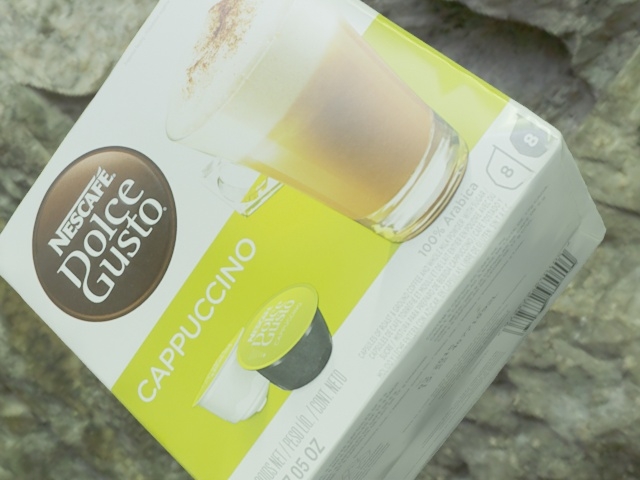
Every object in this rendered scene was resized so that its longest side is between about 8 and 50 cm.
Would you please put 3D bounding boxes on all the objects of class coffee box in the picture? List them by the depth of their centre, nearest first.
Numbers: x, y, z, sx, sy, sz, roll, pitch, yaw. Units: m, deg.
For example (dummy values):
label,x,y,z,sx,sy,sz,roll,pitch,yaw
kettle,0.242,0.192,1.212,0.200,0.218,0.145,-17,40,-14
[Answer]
label,x,y,z,sx,sy,sz,roll,pitch,yaw
coffee box,0.000,0.000,0.762,0.334,0.337,0.338,39,7,24
